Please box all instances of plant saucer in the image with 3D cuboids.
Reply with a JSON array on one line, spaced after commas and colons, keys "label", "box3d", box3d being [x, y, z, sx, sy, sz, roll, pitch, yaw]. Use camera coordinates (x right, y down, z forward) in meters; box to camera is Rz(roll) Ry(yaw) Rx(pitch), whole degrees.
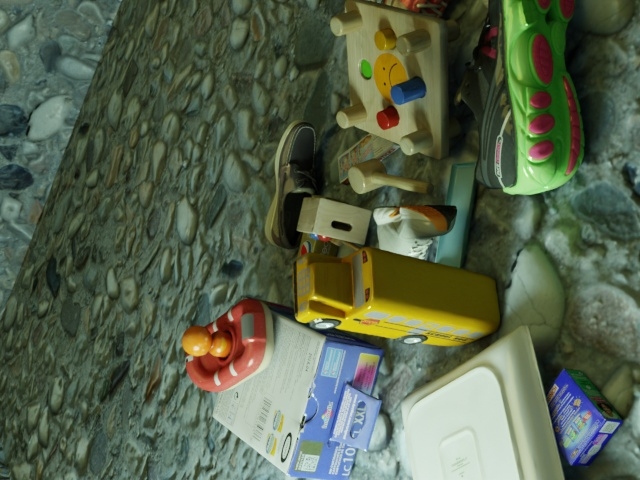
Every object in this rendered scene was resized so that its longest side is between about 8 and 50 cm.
[{"label": "plant saucer", "box3d": [0.243, -0.044, 1.676, 0.067, 0.018, 0.192, 2, 80, 57]}]

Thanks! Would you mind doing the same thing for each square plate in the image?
[{"label": "square plate", "box3d": [0.236, 0.349, 1.475, 0.347, 0.049, 0.344, -44, 45, 50]}]

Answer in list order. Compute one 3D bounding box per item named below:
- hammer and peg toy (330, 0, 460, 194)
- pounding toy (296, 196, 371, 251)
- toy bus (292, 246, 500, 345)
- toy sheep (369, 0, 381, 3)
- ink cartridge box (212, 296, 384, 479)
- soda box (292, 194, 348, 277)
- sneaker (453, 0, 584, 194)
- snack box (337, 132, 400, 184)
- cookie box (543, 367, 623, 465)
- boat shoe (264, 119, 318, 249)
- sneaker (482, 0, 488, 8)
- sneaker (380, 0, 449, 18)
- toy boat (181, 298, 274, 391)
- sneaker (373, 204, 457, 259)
[{"label": "hammer and peg toy", "box3d": [0.146, -0.248, 1.746, 0.266, 0.127, 0.361, 28, 133, 46]}, {"label": "pounding toy", "box3d": [0.040, -0.021, 1.887, 0.130, 0.141, 0.100, -170, 94, -71]}, {"label": "toy bus", "box3d": [0.121, 0.091, 1.519, 0.130, 0.332, 0.108, -30, 55, 49]}, {"label": "toy sheep", "box3d": [0.102, -0.529, 2.006, 0.132, 0.091, 0.091, -10, 70, 60]}, {"label": "ink cartridge box", "box3d": [-0.037, 0.292, 1.849, 0.395, 0.151, 0.270, 19, 94, 59]}, {"label": "soda box", "box3d": [0.000, 0.000, 1.982, 0.058, 0.061, 0.181, 12, 88, 57]}, {"label": "sneaker", "box3d": [0.298, -0.304, 1.539, 0.202, 0.185, 0.483, -17, 63, 48]}, {"label": "snack box", "box3d": [0.096, -0.180, 1.940, 0.178, 0.022, 0.064, -34, 53, 46]}, {"label": "cookie box", "box3d": [0.366, 0.252, 1.361, 0.092, 0.040, 0.107, -61, 36, 24]}, {"label": "boat shoe", "box3d": [-0.048, -0.117, 2.069, 0.092, 0.103, 0.285, 22, 101, 52]}, {"label": "sneaker", "box3d": [0.287, -0.516, 1.692, 0.090, 0.115, 0.232, -29, 56, 49]}, {"label": "sneaker", "box3d": [0.207, -0.483, 1.805, 0.136, 0.116, 0.314, 11, 89, 53]}, {"label": "toy boat", "box3d": [-0.202, 0.203, 1.858, 0.231, 0.151, 0.151, -37, 49, 44]}, {"label": "sneaker", "box3d": [0.171, -0.003, 1.692, 0.262, 0.099, 0.121, -178, 87, -76]}]
